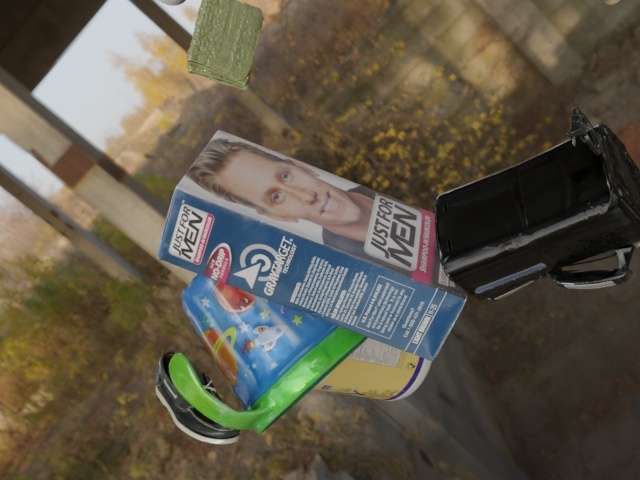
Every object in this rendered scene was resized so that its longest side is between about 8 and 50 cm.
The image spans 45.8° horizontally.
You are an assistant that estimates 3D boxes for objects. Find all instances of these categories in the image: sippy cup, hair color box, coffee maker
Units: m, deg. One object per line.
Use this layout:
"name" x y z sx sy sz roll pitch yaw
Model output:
"sippy cup" -0.072 0.117 1.094 0.240 0.224 0.305 -43 -10 11
"hair color box" 0.000 0.000 0.922 0.174 0.347 0.105 -73 4 -59
"coffee maker" 0.197 -0.030 0.705 0.178 0.171 0.120 -24 27 33

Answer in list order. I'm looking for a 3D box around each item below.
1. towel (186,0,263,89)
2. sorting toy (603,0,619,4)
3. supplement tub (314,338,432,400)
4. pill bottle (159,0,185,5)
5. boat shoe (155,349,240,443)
"towel" -0.151 -0.318 1.197 0.027 0.110 0.148 -14 62 60
"sorting toy" 0.521 -0.510 1.256 0.193 0.038 0.208 -51 -28 14
"supplement tub" 0.047 0.200 1.591 0.241 0.331 0.241 -33 50 50
"pill bottle" -0.271 -0.528 1.419 0.103 0.103 0.184 -57 3 -29
"boat shoe" -0.211 0.265 1.279 0.233 0.084 0.079 31 116 46
